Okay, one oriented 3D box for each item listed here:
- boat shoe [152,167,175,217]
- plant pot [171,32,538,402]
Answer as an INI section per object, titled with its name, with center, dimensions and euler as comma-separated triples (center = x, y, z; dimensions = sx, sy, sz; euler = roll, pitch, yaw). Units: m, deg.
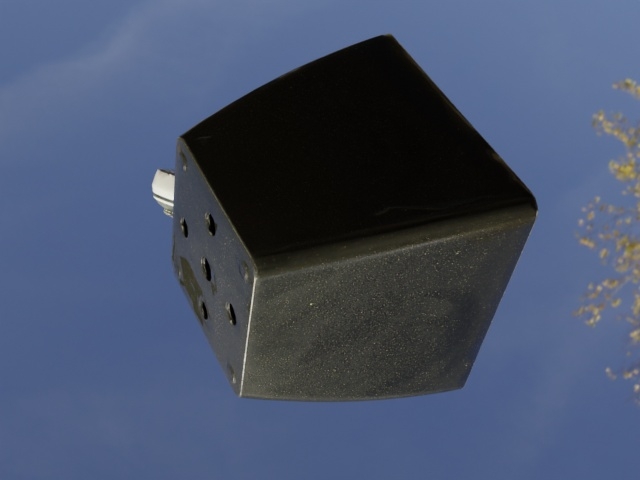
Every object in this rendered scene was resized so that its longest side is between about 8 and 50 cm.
[boat shoe]
center = -0.096, 0.003, 1.226
dimensions = 0.121, 0.335, 0.119
euler = 25, -90, 41
[plant pot]
center = 0.000, 0.000, 0.624
dimensions = 0.167, 0.188, 0.187
euler = -15, -130, -23
